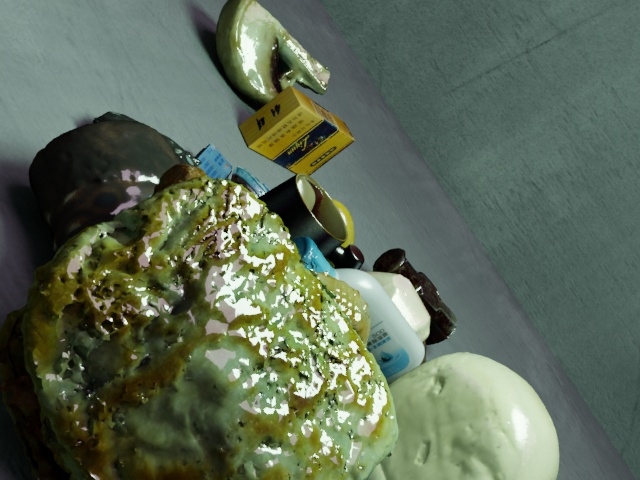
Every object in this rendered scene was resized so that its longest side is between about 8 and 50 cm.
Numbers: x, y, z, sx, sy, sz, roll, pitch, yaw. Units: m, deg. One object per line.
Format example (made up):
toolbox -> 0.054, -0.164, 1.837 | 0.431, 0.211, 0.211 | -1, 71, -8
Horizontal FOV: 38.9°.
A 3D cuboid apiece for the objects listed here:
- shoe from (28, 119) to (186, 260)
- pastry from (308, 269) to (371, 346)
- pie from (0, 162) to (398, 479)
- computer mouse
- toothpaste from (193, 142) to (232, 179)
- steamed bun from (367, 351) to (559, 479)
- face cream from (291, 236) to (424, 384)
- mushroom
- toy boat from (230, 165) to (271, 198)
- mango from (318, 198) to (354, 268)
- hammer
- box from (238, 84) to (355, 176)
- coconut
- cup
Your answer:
shoe -> -0.212, -0.025, 1.229 | 0.384, 0.171, 0.237 | 14, 48, -52
pastry -> -0.021, 0.133, 1.422 | 0.192, 0.182, 0.093 | 31, 31, -27
pie -> -0.111, 0.150, 0.958 | 0.418, 0.180, 0.395 | 50, 54, -7
computer mouse -> -0.274, -0.138, 1.415 | 0.192, 0.062, 0.106 | 26, 14, -35
toothpaste -> -0.212, -0.091, 1.527 | 0.066, 0.053, 0.272 | 47, 21, -11
steamed bun -> 0.243, 0.358, 1.474 | 0.233, 0.312, 0.334 | 33, 36, -43
face cream -> 0.042, 0.124, 1.529 | 0.337, 0.163, 0.080 | 54, 18, -36
mushroom -> -0.146, -0.411, 2.133 | 0.292, 0.212, 0.217 | 28, -14, -31
toy boat -> -0.120, -0.082, 1.716 | 0.137, 0.060, 0.061 | 48, 39, -3
mango -> 0.000, 0.000, 1.692 | 0.092, 0.195, 0.130 | -29, 79, -36
hammer -> 0.193, 0.222, 1.908 | 0.242, 0.095, 0.409 | 51, 28, -29
box -> -0.049, -0.236, 2.002 | 0.237, 0.152, 0.070 | 27, 32, -55
coconut -> 0.121, 0.140, 1.768 | 0.183, 0.171, 0.171 | 58, 19, 4
cup -> -0.043, 0.005, 1.577 | 0.239, 0.177, 0.166 | 36, 26, -44
